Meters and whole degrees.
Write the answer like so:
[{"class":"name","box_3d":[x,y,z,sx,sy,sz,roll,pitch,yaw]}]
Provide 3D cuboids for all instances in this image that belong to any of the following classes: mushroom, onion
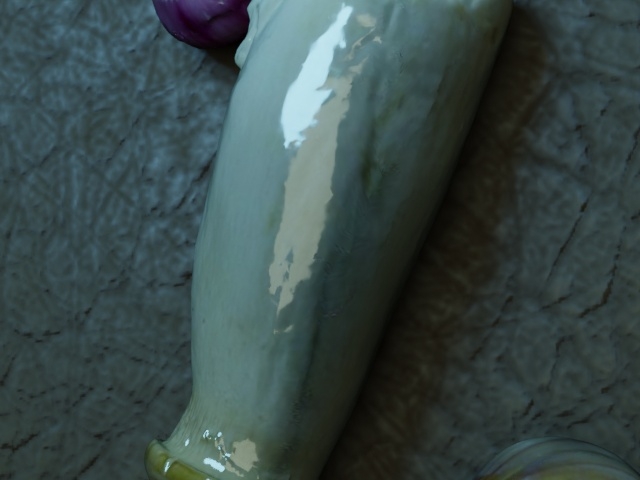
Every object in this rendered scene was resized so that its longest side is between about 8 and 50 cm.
[{"class":"mushroom","box_3d":[-0.006,-0.005,1.020,0.137,0.154,0.407,14,83,59]},{"class":"onion","box_3d":[-0.064,-0.184,1.086,0.115,0.104,0.115,-37,39,37]}]

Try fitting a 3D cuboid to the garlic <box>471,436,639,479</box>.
[{"class":"garlic","box_3d":[0.108,0.219,0.958,0.191,0.160,0.214,45,80,-18]}]
